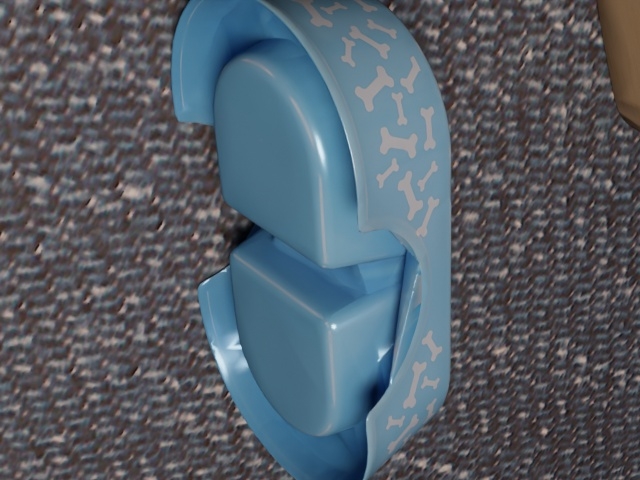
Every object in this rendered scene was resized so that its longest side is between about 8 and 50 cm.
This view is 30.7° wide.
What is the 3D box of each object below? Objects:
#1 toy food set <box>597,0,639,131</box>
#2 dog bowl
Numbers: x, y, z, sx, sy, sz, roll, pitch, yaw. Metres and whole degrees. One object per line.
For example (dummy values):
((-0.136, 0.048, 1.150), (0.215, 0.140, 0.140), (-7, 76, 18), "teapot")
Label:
((0.249, -0.144, 0.642), (0.092, 0.220, 0.306), (-29, 126, -10), "toy food set")
((0.000, 0.000, 0.636), (0.074, 0.166, 0.297), (-23, 126, -30), "dog bowl")
